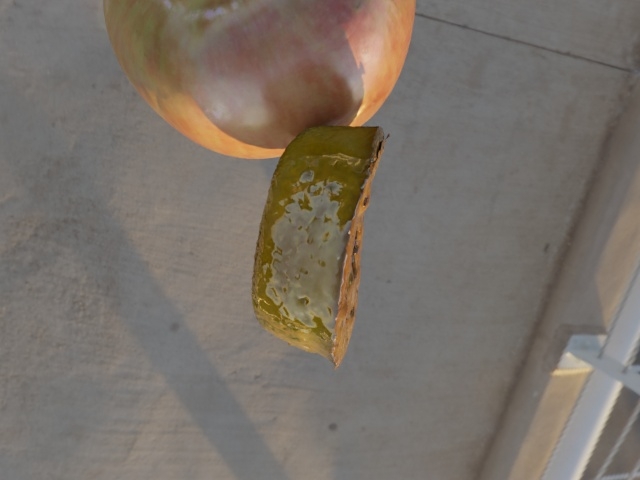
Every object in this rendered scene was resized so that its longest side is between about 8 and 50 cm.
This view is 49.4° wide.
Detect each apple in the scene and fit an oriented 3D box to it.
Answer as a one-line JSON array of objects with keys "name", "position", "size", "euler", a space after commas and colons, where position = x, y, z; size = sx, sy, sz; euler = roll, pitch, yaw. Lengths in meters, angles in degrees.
[{"name": "apple", "position": [-0.072, -0.287, 0.890], "size": [0.391, 0.391, 0.346], "euler": [-43, 159, 0]}]

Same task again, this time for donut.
[{"name": "donut", "position": [0.001, -0.003, 0.795], "size": [0.109, 0.277, 0.277], "euler": [12, 114, 8]}]
